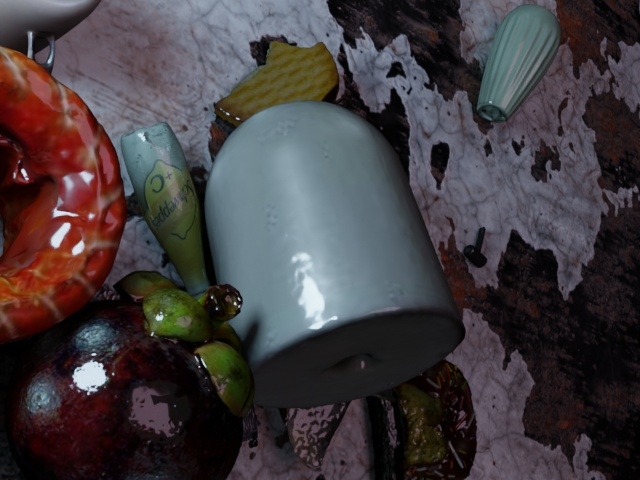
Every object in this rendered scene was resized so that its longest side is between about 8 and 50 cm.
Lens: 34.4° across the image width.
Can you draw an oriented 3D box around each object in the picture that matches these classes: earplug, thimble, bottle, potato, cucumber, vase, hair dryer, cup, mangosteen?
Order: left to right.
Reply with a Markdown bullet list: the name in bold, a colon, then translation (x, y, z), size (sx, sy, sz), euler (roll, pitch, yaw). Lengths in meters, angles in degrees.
- **thimble**: translation (-0.408, -0.039, 1.158), size (0.350, 0.230, 0.350), euler (11, 74, -43)
- **cup**: translation (-0.371, -0.293, 1.259), size (0.191, 0.200, 0.253), euler (-3, 85, -44)
- **mangosteen**: translation (-0.221, 0.188, 1.231), size (0.300, 0.300, 0.300), euler (10, 76, -42)
- **bottle**: translation (-0.203, -0.030, 1.450), size (0.083, 0.083, 0.270), euler (-27, 101, -43)
- **earplug**: translation (0.000, 0.000, 1.450), size (0.312, 0.312, 0.394), euler (11, 54, -42)
- **potato**: translation (0.000, 0.211, 1.602), size (0.120, 0.100, 0.261), euler (36, 74, -16)
- **cucumber**: translation (0.109, 0.359, 1.695), size (0.058, 0.052, 0.215), euler (-2, 84, -14)
- **hair dryer**: translation (0.300, 0.006, 1.960), size (0.047, 0.026, 0.083), euler (42, 53, -31)
- **vase**: translation (0.384, -0.344, 2.043), size (0.128, 0.128, 0.248), euler (40, 66, -31)

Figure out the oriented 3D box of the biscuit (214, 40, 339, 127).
- **biscuit**: translation (-0.069, -0.238, 1.618), size (0.228, 0.031, 0.176), euler (-13, 59, -23)

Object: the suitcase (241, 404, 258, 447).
- **suitcase**: translation (-0.140, 0.241, 1.477), size (0.086, 0.059, 0.126), euler (-7, 85, -45)

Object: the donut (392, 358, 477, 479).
- **donut**: translation (0.198, 0.305, 1.719), size (0.216, 0.096, 0.230), euler (36, 48, -56)
